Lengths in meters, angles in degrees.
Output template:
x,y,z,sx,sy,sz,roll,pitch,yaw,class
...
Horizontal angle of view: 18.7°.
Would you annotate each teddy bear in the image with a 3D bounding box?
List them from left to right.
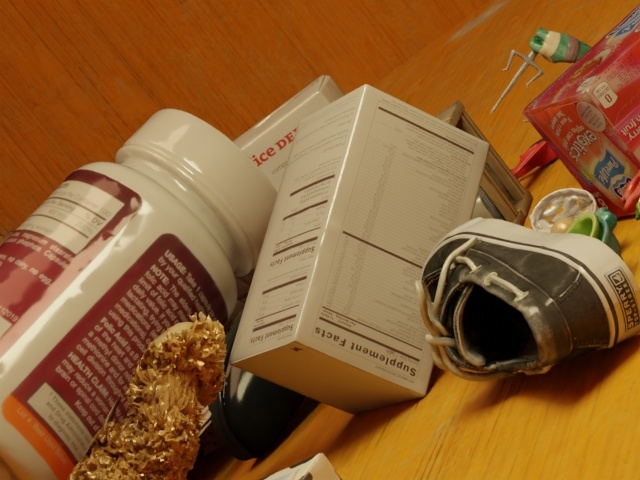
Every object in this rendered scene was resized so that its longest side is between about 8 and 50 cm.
x,y,z,sx,sy,sz,roll,pitch,yaw,class
-0.161,0.219,1.660,0.338,0.113,0.245,-61,0,-36,teddy bear

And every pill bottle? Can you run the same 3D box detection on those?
x,y,z,sx,sy,sz,roll,pitch,yaw,class
-0.227,0.063,1.972,0.392,0.224,0.224,-47,11,-20,pill bottle

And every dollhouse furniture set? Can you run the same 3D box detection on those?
x,y,z,sx,sy,sz,roll,pitch,yaw,class
0.096,-0.023,1.952,0.184,0.129,0.129,-34,10,22,dollhouse furniture set

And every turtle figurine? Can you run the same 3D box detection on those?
x,y,z,sx,sy,sz,roll,pitch,yaw,class
0.285,-0.151,1.907,0.234,0.118,0.175,-38,-32,-6,turtle figurine

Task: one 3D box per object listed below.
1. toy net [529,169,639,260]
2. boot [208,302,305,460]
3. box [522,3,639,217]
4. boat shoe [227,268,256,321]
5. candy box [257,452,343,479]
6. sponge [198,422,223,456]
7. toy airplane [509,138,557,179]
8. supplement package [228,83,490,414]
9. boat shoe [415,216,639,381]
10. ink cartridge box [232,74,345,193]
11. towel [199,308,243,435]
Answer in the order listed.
x,y,z,sx,sy,sz,roll,pitch,yaw,class
0.216,-0.018,1.611,0.122,0.045,0.232,-60,11,3,toy net
0.014,0.085,1.841,0.207,0.094,0.246,-18,37,37,boot
0.319,-0.148,1.678,0.257,0.128,0.122,-42,10,-19,box
0.000,0.000,2.323,0.324,0.123,0.116,-30,4,16,boat shoe
-0.023,0.223,1.079,0.196,0.165,0.070,-30,13,46,candy box
-0.049,0.137,2.046,0.117,0.031,0.210,-34,11,42,sponge
0.218,-0.081,2.084,0.151,0.028,0.151,-37,8,6,toy airplane
0.033,0.012,1.704,0.134,0.139,0.244,-23,46,60,supplement package
0.129,0.056,1.481,0.105,0.113,0.306,-27,14,-18,boat shoe
0.008,-0.047,2.136,0.160,0.219,0.092,-37,9,15,ink cartridge box
-0.166,0.192,2.028,0.317,0.053,0.332,-48,5,-41,towel
